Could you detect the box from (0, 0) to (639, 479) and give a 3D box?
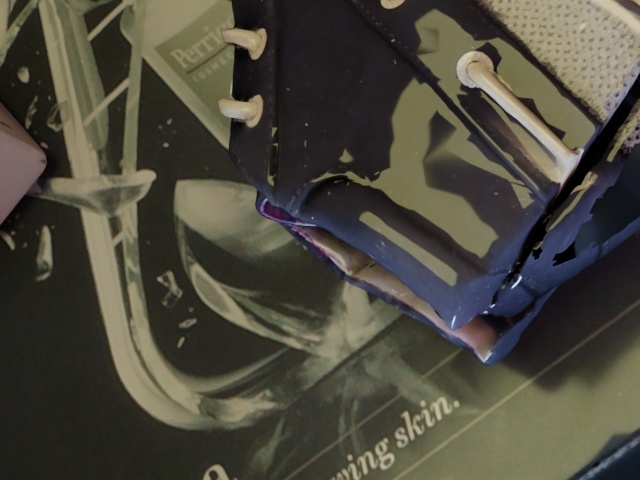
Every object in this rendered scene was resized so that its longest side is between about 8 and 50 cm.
[{"bbox_3d":[0.000,0.000,0.817,0.480,0.297,0.471,-39,59,12],"label":"box"}]

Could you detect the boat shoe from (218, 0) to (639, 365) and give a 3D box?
[{"bbox_3d":[-0.005,-0.098,0.600,0.340,0.127,0.158,39,86,30],"label":"boat shoe"}]

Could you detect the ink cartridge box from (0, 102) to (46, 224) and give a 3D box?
[{"bbox_3d":[-0.295,-0.056,0.754,0.201,0.117,0.278,-50,57,7],"label":"ink cartridge box"}]
